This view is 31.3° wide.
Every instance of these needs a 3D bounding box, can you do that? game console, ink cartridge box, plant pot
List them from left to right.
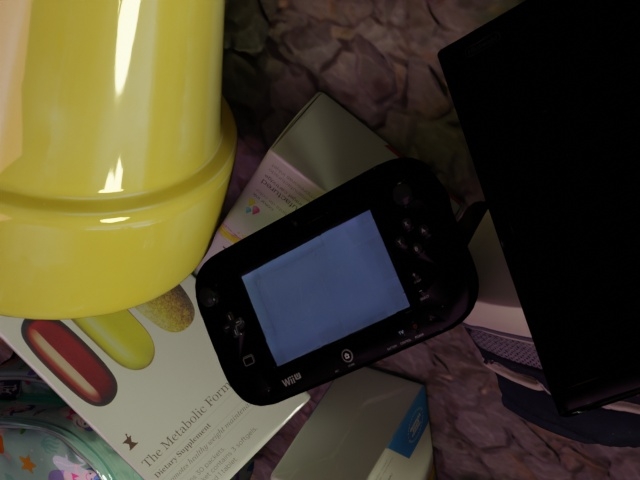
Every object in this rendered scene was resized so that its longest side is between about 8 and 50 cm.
[{"bbox_3d":[-0.163,-0.121,0.697,0.254,0.254,0.239,27,126,13],"label":"plant pot"},{"bbox_3d":[0.000,0.000,0.814,0.127,0.072,0.175,38,142,0],"label":"ink cartridge box"},{"bbox_3d":[0.039,0.233,0.974,0.078,0.134,0.231,14,137,26],"label":"ink cartridge box"},{"bbox_3d":[0.067,0.013,0.650,0.361,0.044,0.213,-28,72,35],"label":"game console"}]

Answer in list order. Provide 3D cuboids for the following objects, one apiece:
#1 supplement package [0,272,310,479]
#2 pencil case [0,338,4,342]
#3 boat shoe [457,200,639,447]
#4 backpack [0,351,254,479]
[{"bbox_3d":[-0.147,0.078,0.906,0.244,0.139,0.134,46,173,-7],"label":"supplement package"},{"bbox_3d":[-0.337,0.020,1.072,0.284,0.124,0.124,12,136,30],"label":"pencil case"},{"bbox_3d":[0.242,0.064,0.672,0.340,0.127,0.158,13,148,33],"label":"boat shoe"},{"bbox_3d":[-0.199,0.199,1.077,0.253,0.191,0.225,-8,113,21],"label":"backpack"}]
